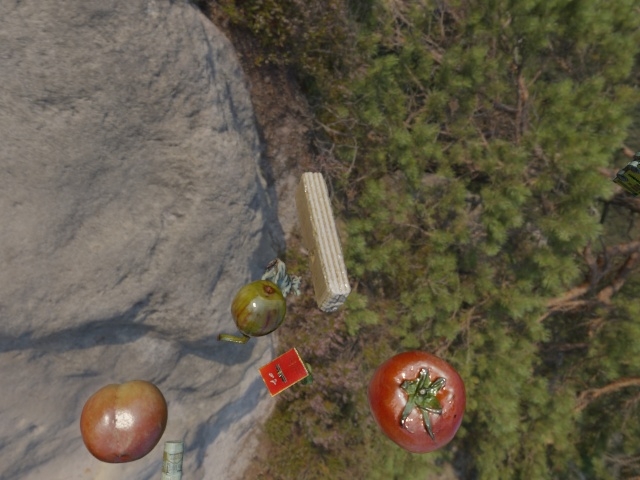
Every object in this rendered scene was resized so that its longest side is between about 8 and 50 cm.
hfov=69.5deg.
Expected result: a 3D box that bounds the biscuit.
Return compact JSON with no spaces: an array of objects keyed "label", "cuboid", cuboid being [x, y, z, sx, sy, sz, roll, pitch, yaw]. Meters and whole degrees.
[{"label":"biscuit","cuboid":[0.000,0.000,1.403,0.078,0.426,0.144,-2,150,-18]}]

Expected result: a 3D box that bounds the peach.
[{"label":"peach","cuboid":[-0.602,0.559,1.425,0.252,0.252,0.253,-25,125,-42]}]

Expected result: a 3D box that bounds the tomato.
[{"label":"tomato","cuboid":[0.334,0.561,1.597,0.341,0.341,0.273,-45,155,-27]}]

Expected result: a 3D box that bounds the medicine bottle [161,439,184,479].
[{"label":"medicine bottle","cuboid":[-0.342,0.511,1.069,0.047,0.047,0.083,20,67,-52]}]

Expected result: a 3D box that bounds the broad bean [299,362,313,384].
[{"label":"broad bean","cuboid":[-0.044,0.429,1.467,0.045,0.063,0.083,-1,127,-10]}]

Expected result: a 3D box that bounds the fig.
[{"label":"fig","cuboid":[-0.166,0.197,1.172,0.147,0.142,0.187,0,111,-34]}]

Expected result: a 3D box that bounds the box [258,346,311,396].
[{"label":"box","cuboid":[-0.104,0.379,1.332,0.133,0.090,0.023,-32,162,10]}]

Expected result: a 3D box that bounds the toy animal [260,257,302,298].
[{"label":"toy animal","cuboid":[-0.149,0.172,1.686,0.255,0.089,0.170,60,39,-63]}]

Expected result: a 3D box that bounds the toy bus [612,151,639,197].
[{"label":"toy bus","cuboid":[0.843,-0.178,1.189,0.088,0.101,0.175,-47,165,3]}]
